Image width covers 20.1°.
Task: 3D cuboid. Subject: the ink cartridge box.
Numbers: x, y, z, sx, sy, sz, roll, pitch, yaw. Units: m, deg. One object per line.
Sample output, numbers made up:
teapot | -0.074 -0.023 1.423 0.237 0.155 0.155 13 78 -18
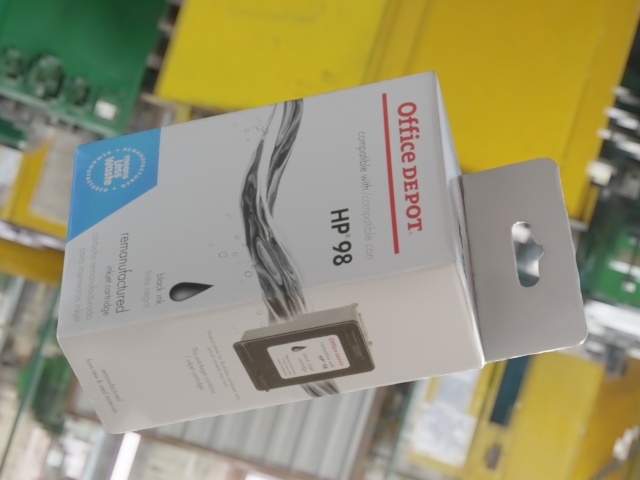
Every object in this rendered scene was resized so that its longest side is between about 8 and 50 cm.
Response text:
ink cartridge box | 0.000 0.000 0.664 0.180 0.104 0.060 -12 134 9
